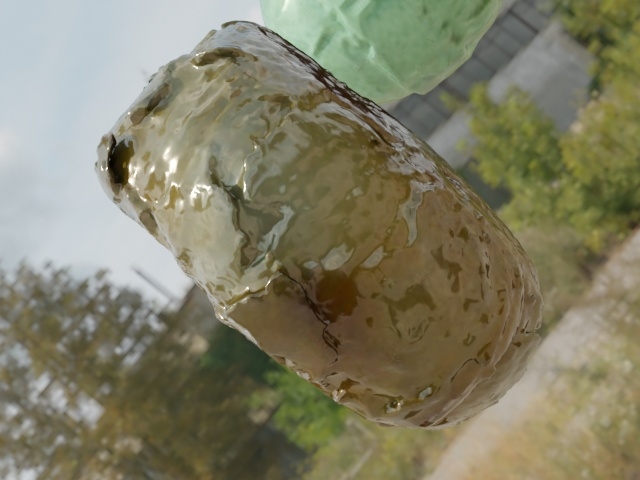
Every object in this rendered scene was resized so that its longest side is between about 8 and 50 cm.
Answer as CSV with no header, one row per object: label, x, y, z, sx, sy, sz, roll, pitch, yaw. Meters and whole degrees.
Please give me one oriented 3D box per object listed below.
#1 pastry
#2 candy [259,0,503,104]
pastry,0.002,-0.004,0.424,0.081,0.153,0.153,-45,-6,-1
candy,0.151,-0.216,0.660,0.440,0.119,0.119,-35,-1,18
